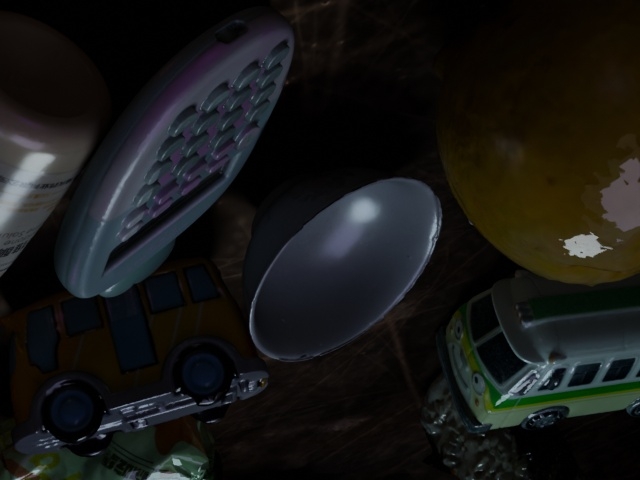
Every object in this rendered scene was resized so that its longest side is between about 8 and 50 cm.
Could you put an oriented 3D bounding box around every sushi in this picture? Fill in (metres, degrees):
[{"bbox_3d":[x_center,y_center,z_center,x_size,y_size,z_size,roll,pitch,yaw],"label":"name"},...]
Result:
[{"bbox_3d":[0.201,0.240,1.340,0.115,0.212,0.147,15,116,-37],"label":"sushi"}]

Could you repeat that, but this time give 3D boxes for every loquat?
[{"bbox_3d":[0.187,-0.091,0.837,0.244,0.243,0.244,-15,148,-10],"label":"loquat"}]

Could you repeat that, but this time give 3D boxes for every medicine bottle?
[{"bbox_3d":[-0.240,-0.027,0.768,0.114,0.114,0.252,10,137,-41],"label":"medicine bottle"}]

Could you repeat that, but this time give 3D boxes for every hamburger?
[{"bbox_3d":[-0.202,0.196,1.120,0.214,0.125,0.235,-6,178,-1],"label":"hamburger"}]

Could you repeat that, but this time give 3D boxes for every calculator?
[{"bbox_3d":[-0.102,-0.048,0.804,0.185,0.041,0.299,-42,173,-35],"label":"calculator"}]

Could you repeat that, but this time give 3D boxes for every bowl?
[{"bbox_3d":[0.000,0.000,0.963,0.189,0.086,0.189,-28,145,-22],"label":"bowl"}]

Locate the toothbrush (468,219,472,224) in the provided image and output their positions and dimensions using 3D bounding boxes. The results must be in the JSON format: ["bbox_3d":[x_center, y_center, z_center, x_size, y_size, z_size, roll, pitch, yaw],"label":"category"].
[{"bbox_3d":[0.261,-0.036,1.143,0.269,0.021,0.027,-7,151,-23],"label":"toothbrush"}]

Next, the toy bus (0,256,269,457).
[{"bbox_3d":[-0.157,0.093,0.974,0.210,0.136,0.126,-16,165,-8],"label":"toy bus"}]

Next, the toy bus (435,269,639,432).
[{"bbox_3d":[0.278,0.103,1.249,0.276,0.133,0.164,-5,146,-19],"label":"toy bus"}]
